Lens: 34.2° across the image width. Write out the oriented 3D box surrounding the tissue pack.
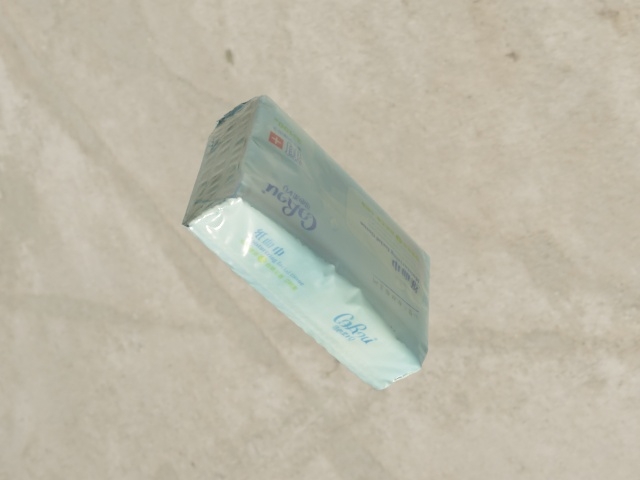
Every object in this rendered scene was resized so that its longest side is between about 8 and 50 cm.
[{"bbox_3d":[0.000,0.000,0.991,0.089,0.177,0.263,-33,119,29],"label":"tissue pack"}]
